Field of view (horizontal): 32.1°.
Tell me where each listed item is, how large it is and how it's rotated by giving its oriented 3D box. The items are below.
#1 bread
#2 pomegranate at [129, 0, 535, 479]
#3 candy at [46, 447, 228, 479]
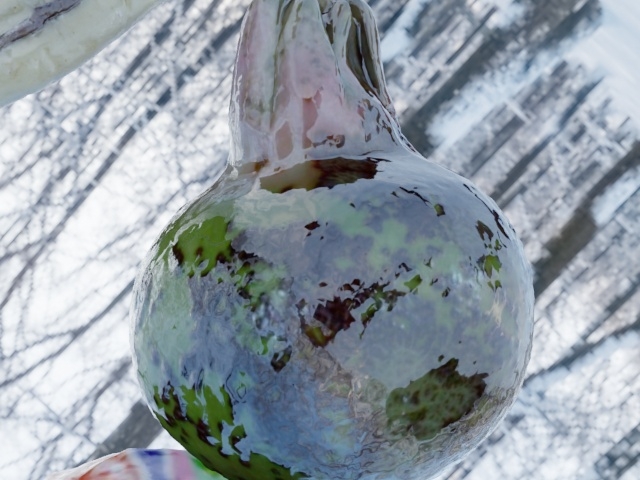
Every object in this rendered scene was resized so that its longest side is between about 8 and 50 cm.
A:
[{"bbox_3d":[-0.165,-0.142,0.690,0.073,0.214,0.053,43,160,27],"label":"bread"},{"bbox_3d":[0.009,0.005,0.374,0.126,0.163,0.138,22,170,-31],"label":"pomegranate"},{"bbox_3d":[0.003,0.229,0.465,0.365,0.124,0.124,54,-172,-22],"label":"candy"}]
